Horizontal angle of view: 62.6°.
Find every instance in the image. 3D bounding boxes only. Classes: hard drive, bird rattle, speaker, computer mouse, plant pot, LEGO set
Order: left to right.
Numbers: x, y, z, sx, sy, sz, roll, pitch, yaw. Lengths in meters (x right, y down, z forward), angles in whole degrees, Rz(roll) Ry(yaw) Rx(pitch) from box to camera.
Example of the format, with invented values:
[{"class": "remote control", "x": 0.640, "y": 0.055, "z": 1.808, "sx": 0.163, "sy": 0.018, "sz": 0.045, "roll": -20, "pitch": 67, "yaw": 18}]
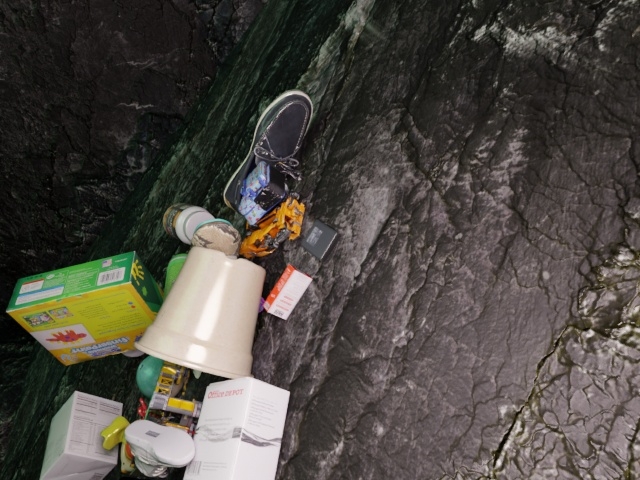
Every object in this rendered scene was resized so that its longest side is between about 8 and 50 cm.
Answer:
[{"class": "bird rattle", "x": -0.601, "y": 0.661, "z": 1.765, "sx": 0.254, "sy": 0.143, "sz": 0.206, "roll": -28, "pitch": 54, "yaw": 21}, {"class": "LEGO set", "x": -0.422, "y": 0.539, "z": 1.565, "sx": 0.255, "sy": 0.192, "sz": 0.330, "roll": -126, "pitch": 55, "yaw": -75}, {"class": "speaker", "x": -0.526, "y": 0.192, "z": 1.994, "sx": 0.131, "sy": 0.131, "sz": 0.296, "roll": -41, "pitch": 37, "yaw": 28}, {"class": "plant pot", "x": -0.300, "y": 0.191, "z": 1.459, "sx": 0.334, "sy": 0.334, "sz": 0.305, "roll": 2, "pitch": 71, "yaw": 55}, {"class": "computer mouse", "x": -0.149, "y": -0.170, "z": 1.806, "sx": 0.192, "sy": 0.106, "sz": 0.042, "roll": -58, "pitch": 15, "yaw": 17}, {"class": "hard drive", "x": 0.000, "y": 0.000, "z": 1.519, "sx": 0.094, "sy": 0.022, "sz": 0.135, "roll": -58, "pitch": 32, "yaw": 2}]

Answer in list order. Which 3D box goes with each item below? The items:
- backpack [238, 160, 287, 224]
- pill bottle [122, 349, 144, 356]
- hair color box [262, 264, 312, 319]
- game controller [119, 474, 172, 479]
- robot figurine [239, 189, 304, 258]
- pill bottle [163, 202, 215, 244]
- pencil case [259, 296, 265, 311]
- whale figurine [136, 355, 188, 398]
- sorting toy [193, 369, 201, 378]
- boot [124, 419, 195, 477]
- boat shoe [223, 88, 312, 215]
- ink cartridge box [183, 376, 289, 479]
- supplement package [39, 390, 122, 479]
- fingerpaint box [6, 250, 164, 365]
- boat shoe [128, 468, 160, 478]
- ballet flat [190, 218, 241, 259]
[{"class": "backpack", "x": -0.196, "y": -0.142, "z": 1.665, "sx": 0.173, "sy": 0.117, "sz": 0.158, "roll": -42, "pitch": 27, "yaw": 22}, {"class": "pill bottle", "x": -0.764, "y": 0.361, "z": 2.178, "sx": 0.131, "sy": 0.131, "sz": 0.229, "roll": -45, "pitch": 34, "yaw": 22}, {"class": "hair color box", "x": -0.092, "y": 0.146, "z": 1.483, "sx": 0.141, "sy": 0.072, "sz": 0.043, "roll": -57, "pitch": 33, "yaw": 4}, {"class": "game controller", "x": -0.448, "y": 0.716, "z": 1.439, "sx": 0.319, "sy": 0.166, "sz": 0.067, "roll": -22, "pitch": 19, "yaw": 44}, {"class": "robot figurine", "x": -0.155, "y": -0.046, "z": 1.713, "sx": 0.291, "sy": 0.085, "sz": 0.210, "roll": -22, "pitch": 48, "yaw": 45}, {"class": "pill bottle", "x": -0.540, "y": -0.067, "z": 2.190, "sx": 0.279, "sy": 0.162, "sz": 0.162, "roll": 14, "pitch": 76, "yaw": 57}, {"class": "pencil case", "x": -0.215, "y": 0.159, "z": 1.648, "sx": 0.070, "sy": 0.064, "sz": 0.151, "roll": -24, "pitch": 39, "yaw": 2}, {"class": "whale figurine", "x": -0.527, "y": 0.409, "z": 1.803, "sx": 0.216, "sy": 0.141, "sz": 0.271, "roll": 16, "pitch": 77, "yaw": 58}, {"class": "sorting toy", "x": -0.404, "y": 0.411, "z": 1.738, "sx": 0.083, "sy": 0.045, "sz": 0.075, "roll": 31, "pitch": 110, "yaw": 58}, {"class": "boot", "x": -0.404, "y": 0.556, "z": 1.361, "sx": 0.259, "sy": 0.095, "sz": 0.123, "roll": 4, "pitch": 112, "yaw": 41}, {"class": "boat shoe", "x": -0.173, "y": -0.293, "z": 1.858, "sx": 0.500, "sy": 0.187, "sz": 0.156, "roll": -55, "pitch": 37, "yaw": 16}, {"class": "ink cartridge box", "x": -0.212, "y": 0.513, "z": 1.295, "sx": 0.223, "sy": 0.129, "sz": 0.307, "roll": -24, "pitch": 47, "yaw": 45}, {"class": "supplement package", "x": -0.887, "y": 0.748, "z": 1.971, "sx": 0.199, "sy": 0.198, "sz": 0.262, "roll": -47, "pitch": 34, "yaw": 21}, {"class": "fingerpaint box", "x": -0.815, "y": 0.257, "z": 1.937, "sx": 0.446, "sy": 0.370, "sz": 0.163, "roll": -14, "pitch": 45, "yaw": 4}, {"class": "boat shoe", "x": -0.611, "y": 0.802, "z": 1.616, "sx": 0.341, "sy": 0.123, "sz": 0.123, "roll": -57, "pitch": 32, "yaw": 4}, {"class": "ballet flat", "x": -0.344, "y": 0.072, "z": 1.739, "sx": 0.483, "sy": 0.164, "sz": 0.181, "roll": 140, "pitch": 121, "yaw": -70}]
